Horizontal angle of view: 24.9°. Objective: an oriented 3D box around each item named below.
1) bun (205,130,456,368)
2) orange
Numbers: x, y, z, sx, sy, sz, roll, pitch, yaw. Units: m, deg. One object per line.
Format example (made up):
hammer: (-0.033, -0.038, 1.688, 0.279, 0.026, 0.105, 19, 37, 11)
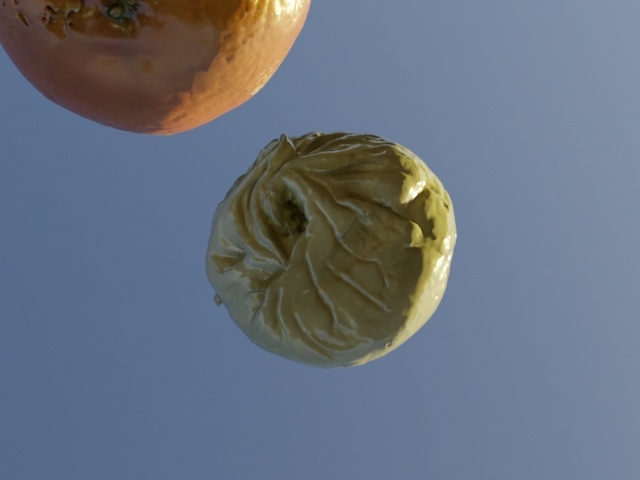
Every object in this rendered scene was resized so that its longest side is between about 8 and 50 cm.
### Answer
bun: (0.000, 0.000, 1.295, 0.145, 0.229, 0.229, 41, -157, -58)
orange: (-0.218, -0.337, 1.832, 0.424, 0.424, 0.326, 27, -161, -4)
